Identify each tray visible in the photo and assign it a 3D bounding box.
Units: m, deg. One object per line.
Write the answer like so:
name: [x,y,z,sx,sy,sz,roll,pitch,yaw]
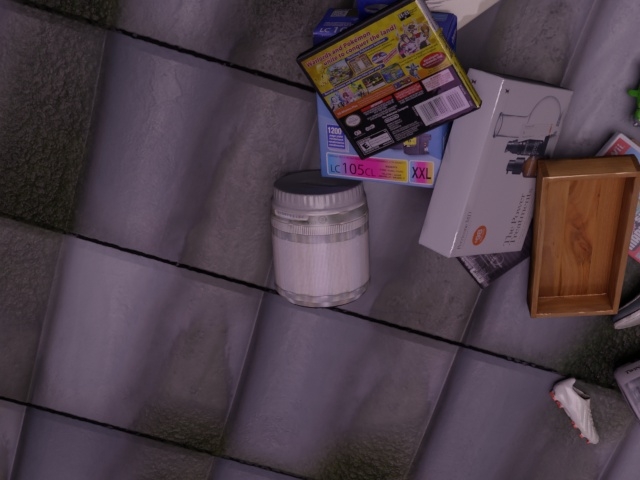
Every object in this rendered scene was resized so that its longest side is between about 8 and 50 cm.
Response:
tray: [0.579,0.000,1.867,0.203,0.076,0.410,-4,130,4]

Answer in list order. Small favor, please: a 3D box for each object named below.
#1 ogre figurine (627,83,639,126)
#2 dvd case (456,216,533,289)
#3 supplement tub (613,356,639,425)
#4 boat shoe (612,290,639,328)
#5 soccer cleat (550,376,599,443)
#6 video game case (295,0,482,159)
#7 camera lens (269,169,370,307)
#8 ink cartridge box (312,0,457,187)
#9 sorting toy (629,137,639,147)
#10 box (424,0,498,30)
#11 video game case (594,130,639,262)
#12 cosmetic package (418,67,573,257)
ogre figurine: [0.738,-0.311,1.806,0.118,0.097,0.197,-2,127,-17]
dvd case: [0.421,-0.008,1.963,0.221,0.018,0.164,-37,104,15]
supplement tub: [0.884,0.329,1.986,0.316,0.193,0.193,-29,107,11]
boat shoe: [0.818,0.098,1.970,0.319,0.116,0.099,-38,62,21]
soccer cleat: [0.657,0.431,2.099,0.076,0.068,0.196,-35,103,10]
video game case: [0.130,-0.306,1.596,0.275,0.035,0.248,-21,116,31]
camera lens: [0.000,0.000,1.867,0.219,0.219,0.274,-2,111,2]
ink cartridge box: [0.133,-0.319,1.705,0.270,0.151,0.395,6,126,14]
sorting toy: [0.696,-0.107,1.913,0.193,0.038,0.208,-42,109,15]
box: [0.295,-0.507,1.729,0.275,0.113,0.094,-35,106,12]
video game case: [0.707,-0.088,1.887,0.285,0.025,0.204,33,109,-15]
cosmetic package: [0.373,-0.158,1.767,0.284,0.097,0.377,-3,114,-44]
